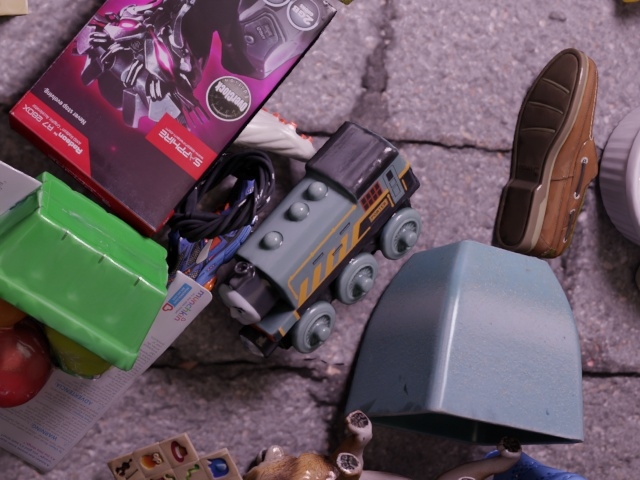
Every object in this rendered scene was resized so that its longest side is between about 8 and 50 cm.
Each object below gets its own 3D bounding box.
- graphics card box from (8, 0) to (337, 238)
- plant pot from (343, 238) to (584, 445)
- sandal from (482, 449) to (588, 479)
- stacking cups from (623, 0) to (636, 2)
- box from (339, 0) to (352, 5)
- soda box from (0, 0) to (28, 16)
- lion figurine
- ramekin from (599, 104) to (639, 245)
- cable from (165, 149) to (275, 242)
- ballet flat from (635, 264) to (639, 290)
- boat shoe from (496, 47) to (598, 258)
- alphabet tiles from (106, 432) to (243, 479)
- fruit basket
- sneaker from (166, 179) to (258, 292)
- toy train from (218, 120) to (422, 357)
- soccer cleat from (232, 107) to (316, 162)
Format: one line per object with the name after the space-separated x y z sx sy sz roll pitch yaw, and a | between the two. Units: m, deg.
-0.182 -0.215 1.687 0.233 0.094 0.371 40 80 -4 | graphics card box
0.208 0.140 1.879 0.247 0.247 0.252 15 74 -25 | plant pot
0.295 0.362 1.933 0.126 0.317 0.138 -26 83 -16 | sandal
0.437 -0.507 1.957 0.096 0.096 0.316 -27 107 -18 | stacking cups
0.033 -0.427 1.755 0.087 0.058 0.232 24 62 -25 | box
-0.391 -0.359 1.622 0.061 0.058 0.181 -6 100 -24 | soda box
0.092 0.350 1.825 0.392 0.142 0.240 16 133 -7 | lion figurine
0.545 -0.098 2.048 0.272 0.127 0.273 -4 100 -24 | ramekin
-0.128 -0.057 1.714 0.150 0.184 0.047 -38 118 -11 | cable
0.606 0.088 2.129 0.248 0.086 0.086 14 92 -26 | ballet flat
0.347 -0.124 1.974 0.104 0.110 0.307 11 103 -29 | boat shoe
-0.180 0.371 1.800 0.198 0.009 0.237 -21 108 14 | alphabet tiles
-0.363 0.096 1.649 0.327 0.165 0.353 34 118 -24 | fruit basket
-0.153 0.001 1.775 0.087 0.083 0.221 36 78 -14 | sneaker
0.000 0.000 1.781 0.334 0.142 0.190 -47 144 -13 | toy train
-0.095 -0.147 1.788 0.196 0.068 0.076 31 90 -18 | soccer cleat
